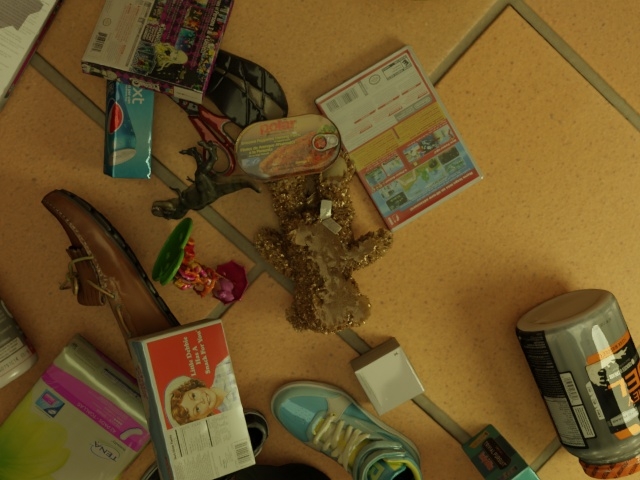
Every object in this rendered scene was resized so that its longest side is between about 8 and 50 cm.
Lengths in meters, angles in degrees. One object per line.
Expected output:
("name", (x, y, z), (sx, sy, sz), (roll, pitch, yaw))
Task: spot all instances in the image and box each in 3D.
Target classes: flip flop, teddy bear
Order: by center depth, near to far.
("flip flop", (-0.177, -0.284, 1.766), (0.277, 0.080, 0.112), (27, 97, 8))
("teddy bear", (0.000, 0.000, 1.803), (0.245, 0.113, 0.338), (-27, 90, -7))

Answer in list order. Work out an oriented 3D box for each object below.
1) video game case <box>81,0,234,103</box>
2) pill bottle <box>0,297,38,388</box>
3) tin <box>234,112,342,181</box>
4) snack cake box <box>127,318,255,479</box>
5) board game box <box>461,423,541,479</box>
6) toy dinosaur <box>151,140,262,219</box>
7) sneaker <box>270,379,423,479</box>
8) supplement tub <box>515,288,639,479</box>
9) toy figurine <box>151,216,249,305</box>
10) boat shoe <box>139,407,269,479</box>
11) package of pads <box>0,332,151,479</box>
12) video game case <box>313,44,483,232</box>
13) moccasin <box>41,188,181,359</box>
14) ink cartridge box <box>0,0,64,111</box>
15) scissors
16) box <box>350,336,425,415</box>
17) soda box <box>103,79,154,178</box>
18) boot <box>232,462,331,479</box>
("video game case", (-0.275, -0.361, 1.699), (0.210, 0.042, 0.232), (14, 62, -2))
("pill bottle", (-0.636, 0.134, 1.729), (0.161, 0.161, 0.283), (-31, 98, -1))
("tin", (-0.058, -0.164, 1.726), (0.189, 0.040, 0.106), (-9, 105, -7))
("snack cake box", (-0.223, 0.279, 1.702), (0.152, 0.089, 0.264), (-13, 92, -27))
("board game box", (0.415, 0.518, 1.807), (0.079, 0.254, 0.336), (-38, 98, 0))
("toy dinosaur", (-0.203, -0.112, 1.739), (0.268, 0.064, 0.118), (-14, 90, 42))
("sneaker", (0.056, 0.369, 1.785), (0.319, 0.208, 0.127), (28, 95, -6))
("supplement tub", (0.501, 0.263, 1.816), (0.193, 0.193, 0.316), (-24, 98, -2))
("toy figurine", (-0.201, 0.061, 1.767), (0.159, 0.173, 0.130), (31, 105, -20))
("boat shoe", (-0.223, 0.431, 1.822), (0.306, 0.105, 0.113), (-32, 98, -1))
("package of pads", (-0.442, 0.349, 1.779), (0.229, 0.101, 0.296), (40, 104, -7))
("video game case", (0.146, -0.187, 1.822), (0.204, 0.025, 0.285), (-31, 97, -1))
("moccasin", (-0.384, 0.080, 1.764), (0.147, 0.139, 0.380), (-33, 107, -9))
("ink cartridge box", (-0.555, -0.420, 1.722), (0.176, 0.069, 0.371), (31, 96, -6))
("scissors", (-0.225, -0.244, 1.790), (0.109, 0.021, 0.297), (-35, 95, 9))
("box", (0.124, 0.252, 1.838), (0.102, 0.087, 0.101), (-29, 98, -1))
("soda box", (-0.339, -0.216, 1.745), (0.071, 0.067, 0.210), (-1, 100, -27))
("boot", (-0.100, 0.499, 1.851), (0.236, 0.085, 0.178), (15, 128, -37))
